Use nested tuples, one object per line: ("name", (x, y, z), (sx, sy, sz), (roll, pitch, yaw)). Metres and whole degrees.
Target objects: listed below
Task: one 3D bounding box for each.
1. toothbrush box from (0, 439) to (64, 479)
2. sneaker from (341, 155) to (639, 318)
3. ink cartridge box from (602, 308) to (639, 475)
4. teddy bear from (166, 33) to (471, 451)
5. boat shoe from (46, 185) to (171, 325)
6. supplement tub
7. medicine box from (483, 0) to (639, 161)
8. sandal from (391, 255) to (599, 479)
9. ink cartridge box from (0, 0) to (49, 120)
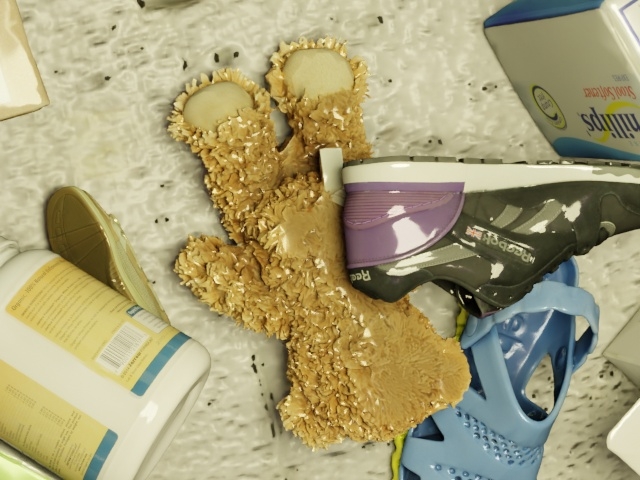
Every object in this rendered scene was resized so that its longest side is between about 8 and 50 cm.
("toothbrush box", (-0.290, 0.293, 1.195), (0.206, 0.122, 0.283), (32, 86, -15))
("sneaker", (0.153, 0.000, 1.214), (0.283, 0.107, 0.124), (0, 87, -13))
("ink cartridge box", (0.402, 0.094, 1.346), (0.207, 0.119, 0.353), (43, 83, -14))
("teddy bear", (0.000, 0.000, 1.258), (0.245, 0.113, 0.338), (-40, 98, -19))
("boat shoe", (-0.171, 0.022, 1.243), (0.056, 0.048, 0.153), (-28, 97, 26))
("supplement tub", (-0.200, 0.096, 1.169), (0.200, 0.144, 0.144), (32, 87, 5))
("medicine box", (0.320, -0.196, 1.227), (0.289, 0.263, 0.149), (-34, 101, -9))
("sandal", (0.151, 0.140, 1.283), (0.126, 0.138, 0.317), (13, 94, -16))
("ink cartridge box", (-0.347, -0.160, 1.159), (0.235, 0.088, 0.193), (-19, 100, -11))
